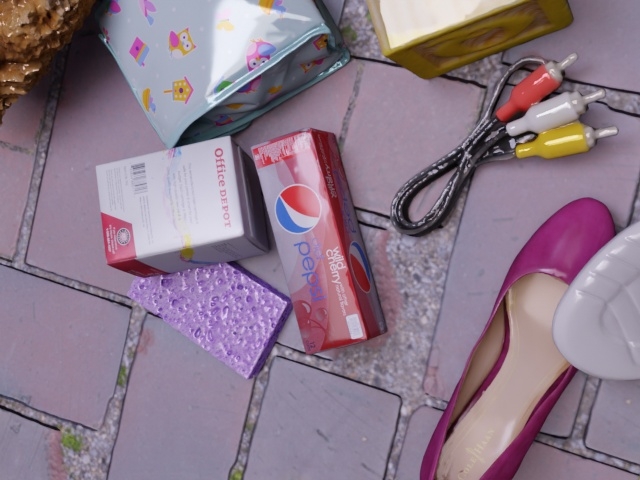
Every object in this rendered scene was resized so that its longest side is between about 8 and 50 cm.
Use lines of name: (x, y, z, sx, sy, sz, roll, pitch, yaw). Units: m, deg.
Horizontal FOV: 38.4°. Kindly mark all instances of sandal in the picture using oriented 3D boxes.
sandal: (0.423, -0.007, 0.968, 0.416, 0.102, 0.169, -42, 99, 10)

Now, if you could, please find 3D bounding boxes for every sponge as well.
sponge: (-0.146, 0.077, 1.208, 0.210, 0.031, 0.117, 32, 101, 17)

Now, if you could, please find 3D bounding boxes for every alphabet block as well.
alphabet block: (0.150, -0.311, 1.011, 0.193, 0.192, 0.197, -19, 86, 21)

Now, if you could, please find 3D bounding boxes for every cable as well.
cable: (0.188, -0.116, 1.063, 0.287, 0.072, 0.139, -28, 76, 18)

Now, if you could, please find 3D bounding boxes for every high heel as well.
high heel: (0.221, 0.130, 0.996, 0.127, 0.181, 0.377, 22, 98, 18)

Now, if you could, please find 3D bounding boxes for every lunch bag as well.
lunch bag: (-0.130, -0.256, 1.131, 0.262, 0.160, 0.223, -32, 81, 12)

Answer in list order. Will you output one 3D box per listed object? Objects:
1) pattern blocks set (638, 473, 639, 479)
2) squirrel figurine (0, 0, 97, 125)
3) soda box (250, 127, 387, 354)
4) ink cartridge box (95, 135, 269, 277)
pattern blocks set: (0.431, 0.356, 1.009, 0.325, 0.026, 0.285, -28, 82, 19)
squirrel figurine: (-0.382, -0.356, 1.164, 0.370, 0.281, 0.397, -30, 62, 0)
soda box: (0.000, 0.000, 1.121, 0.083, 0.092, 0.263, -16, 86, 20)
ink cartridge box: (-0.166, -0.037, 1.139, 0.176, 0.127, 0.128, -11, 77, 10)
